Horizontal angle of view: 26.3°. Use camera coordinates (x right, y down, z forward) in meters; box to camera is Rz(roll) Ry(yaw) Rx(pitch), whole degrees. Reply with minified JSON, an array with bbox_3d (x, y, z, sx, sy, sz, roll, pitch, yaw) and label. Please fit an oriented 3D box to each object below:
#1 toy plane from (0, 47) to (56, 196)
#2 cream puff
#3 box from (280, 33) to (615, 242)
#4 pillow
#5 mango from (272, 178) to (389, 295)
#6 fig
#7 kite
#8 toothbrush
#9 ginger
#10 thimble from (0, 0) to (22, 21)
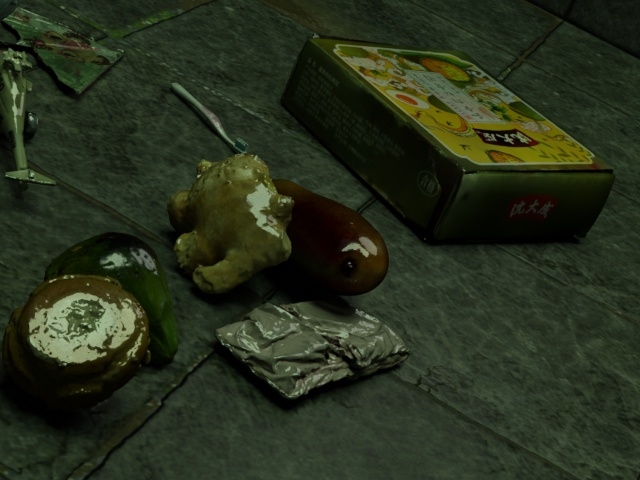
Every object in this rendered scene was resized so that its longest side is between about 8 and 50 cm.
[{"bbox_3d":[-0.384,-0.152,1.705,0.092,0.108,0.286,11,42,-30],"label":"toy plane"},{"bbox_3d":[-0.239,0.103,1.329,0.144,0.103,0.126,-20,63,-35],"label":"cream puff"},{"bbox_3d":[0.201,-0.165,2.189,0.373,0.138,0.420,-1,35,-42],"label":"box"},{"bbox_3d":[-0.004,0.113,1.586,0.135,0.049,0.248,34,24,28],"label":"pillow"},{"bbox_3d":[0.000,0.000,1.722,0.133,0.111,0.267,-3,25,-32],"label":"mango"},{"bbox_3d":[-0.211,0.068,1.448,0.156,0.123,0.123,60,19,-18],"label":"fig"},{"bbox_3d":[-0.402,-0.290,2.039,0.267,0.013,0.323,-1,34,-45],"label":"kite"},{"bbox_3d":[-0.167,-0.182,2.034,0.017,0.022,0.204,1,31,-44],"label":"toothbrush"},{"bbox_3d":[-0.109,-0.030,1.666,0.102,0.157,0.216,48,10,-45],"label":"ginger"},{"bbox_3d":[-0.518,-0.388,1.897,0.250,0.205,0.172,1,13,19],"label":"thimble"}]
